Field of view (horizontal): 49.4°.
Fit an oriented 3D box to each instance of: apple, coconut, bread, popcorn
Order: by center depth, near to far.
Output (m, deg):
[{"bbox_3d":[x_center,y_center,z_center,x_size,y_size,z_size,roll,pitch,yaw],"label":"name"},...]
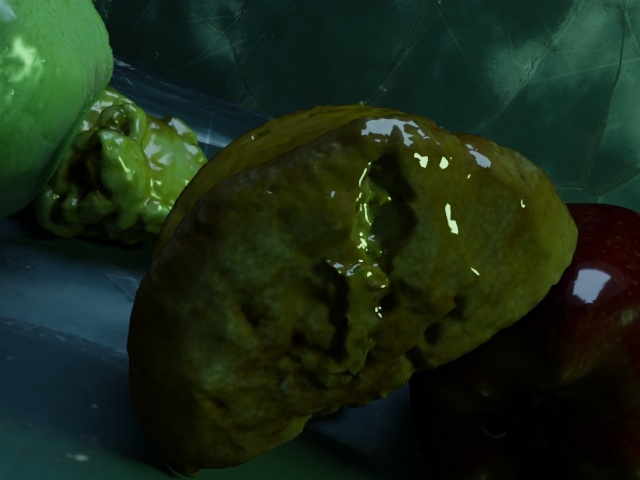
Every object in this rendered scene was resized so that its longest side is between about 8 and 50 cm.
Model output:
[{"bbox_3d":[0.000,0.000,0.503,0.179,0.340,0.194,63,1,-25],"label":"bread"},{"bbox_3d":[-0.365,-0.139,0.628,0.328,0.328,0.281,33,-10,37],"label":"coconut"},{"bbox_3d":[0.223,0.103,0.633,0.288,0.288,0.317,27,25,22],"label":"apple"},{"bbox_3d":[-0.251,-0.070,0.815,0.226,0.200,0.203,49,37,-18],"label":"popcorn"}]
